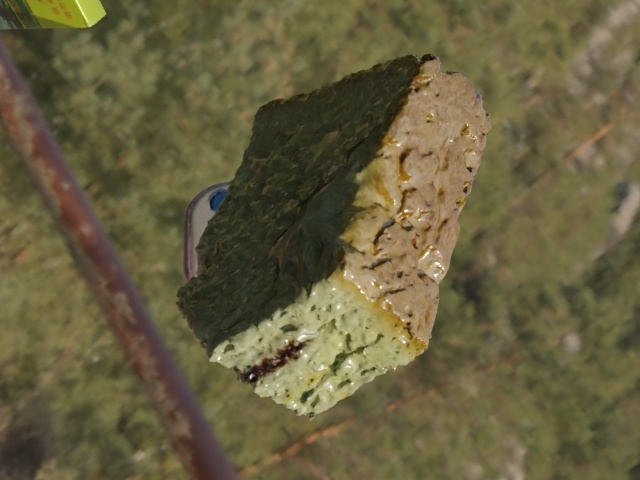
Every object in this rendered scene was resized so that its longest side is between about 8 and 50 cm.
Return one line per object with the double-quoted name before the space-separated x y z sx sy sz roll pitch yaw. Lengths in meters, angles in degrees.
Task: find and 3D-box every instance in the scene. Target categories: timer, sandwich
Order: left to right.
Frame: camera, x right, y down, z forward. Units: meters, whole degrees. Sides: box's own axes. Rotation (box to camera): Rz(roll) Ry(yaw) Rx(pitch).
"timer" -0.073 0.011 1.817 0.209 0.069 0.190 -1 58 -3
"sandwich" 0.001 0.000 1.316 0.131 0.262 0.325 36 62 -31

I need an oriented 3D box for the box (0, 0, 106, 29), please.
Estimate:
"box" -0.497 -0.419 2.205 0.047 0.335 0.187 -50 129 -32
